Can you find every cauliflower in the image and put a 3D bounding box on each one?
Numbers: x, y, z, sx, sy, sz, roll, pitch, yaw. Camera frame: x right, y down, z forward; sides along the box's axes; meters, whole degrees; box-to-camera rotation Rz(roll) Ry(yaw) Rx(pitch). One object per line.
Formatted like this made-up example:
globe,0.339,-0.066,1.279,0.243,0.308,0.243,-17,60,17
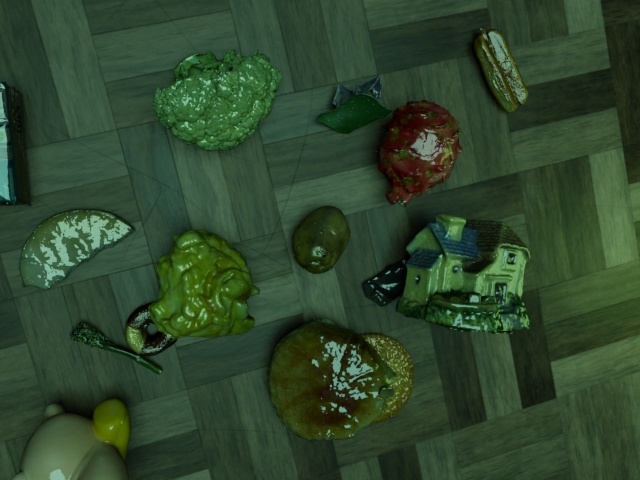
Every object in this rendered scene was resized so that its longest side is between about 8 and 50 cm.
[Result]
cauliflower,-0.238,-0.350,1.400,0.272,0.275,0.250,-44,69,13

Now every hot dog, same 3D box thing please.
hot dog,0.469,-0.452,1.597,0.092,0.062,0.236,-29,103,-7

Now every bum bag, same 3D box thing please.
bum bag,0.207,0.101,1.607,0.197,0.049,0.087,-32,96,-6

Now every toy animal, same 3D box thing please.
toy animal,-0.566,0.545,1.370,0.246,0.345,0.278,9,127,-23

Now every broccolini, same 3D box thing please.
broccolini,-0.494,0.267,1.487,0.239,0.054,0.051,30,63,-18

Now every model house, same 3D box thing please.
model house,0.373,0.076,1.506,0.321,0.261,0.267,6,91,-34
model house,0.084,-0.344,1.496,0.117,0.167,0.088,20,62,-39

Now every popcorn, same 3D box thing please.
popcorn,-0.268,0.100,1.421,0.234,0.241,0.250,2,86,27

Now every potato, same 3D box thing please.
potato,0.000,0.000,1.520,0.137,0.137,0.176,42,66,-12

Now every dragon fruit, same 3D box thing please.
dragon fruit,0.238,-0.211,1.505,0.205,0.210,0.268,20,99,11

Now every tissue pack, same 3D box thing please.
tissue pack,-0.759,-0.205,1.336,0.192,0.134,0.271,-2,96,-10

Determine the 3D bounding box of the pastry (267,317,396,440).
pastry,0.013,0.360,1.523,0.329,0.136,0.330,0,93,5

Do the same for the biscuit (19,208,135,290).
biscuit,-0.600,0.003,1.438,0.289,0.038,0.141,-34,101,-6

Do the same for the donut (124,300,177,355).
donut,-0.411,0.220,1.491,0.140,0.059,0.141,0,93,-11

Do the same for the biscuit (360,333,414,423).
biscuit,0.136,0.371,1.626,0.253,0.035,0.254,-1,95,-11
